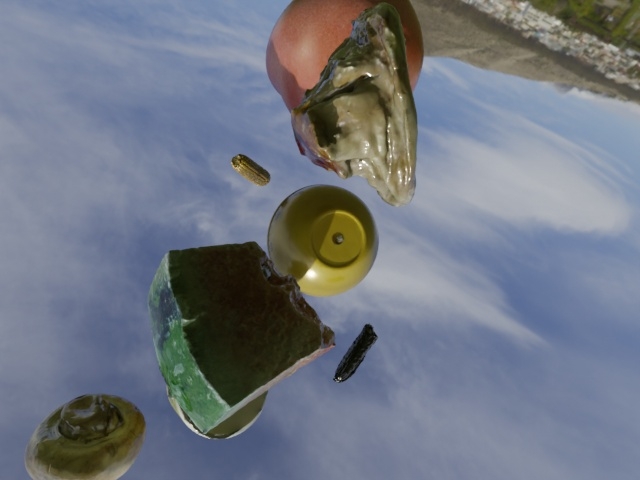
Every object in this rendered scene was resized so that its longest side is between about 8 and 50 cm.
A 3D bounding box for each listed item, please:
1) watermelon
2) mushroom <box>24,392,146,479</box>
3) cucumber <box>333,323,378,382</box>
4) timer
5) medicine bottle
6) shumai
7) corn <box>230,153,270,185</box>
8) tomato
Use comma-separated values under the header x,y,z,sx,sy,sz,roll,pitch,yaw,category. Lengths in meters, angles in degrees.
x,y,z,sx,sy,sz,roll,pitch,yaw,category
-0.152,0.136,0.676,0.301,0.151,0.264,-28,-108,-12,watermelon
-0.531,0.447,0.931,0.254,0.184,0.255,-3,-158,1,mushroom
0.095,0.306,1.097,0.053,0.053,0.182,36,-103,10,cucumber
0.000,0.000,1.272,0.375,0.377,0.387,15,177,-16,timer
-0.286,0.373,1.065,0.213,0.378,0.214,7,-106,-24,medicine bottle
0.035,-0.120,0.415,0.120,0.202,0.202,-9,-138,9,shumai
-0.238,-0.240,1.412,0.068,0.068,0.207,49,-171,23,corn
0.053,-0.373,0.825,0.321,0.322,0.322,16,-139,-14,tomato
